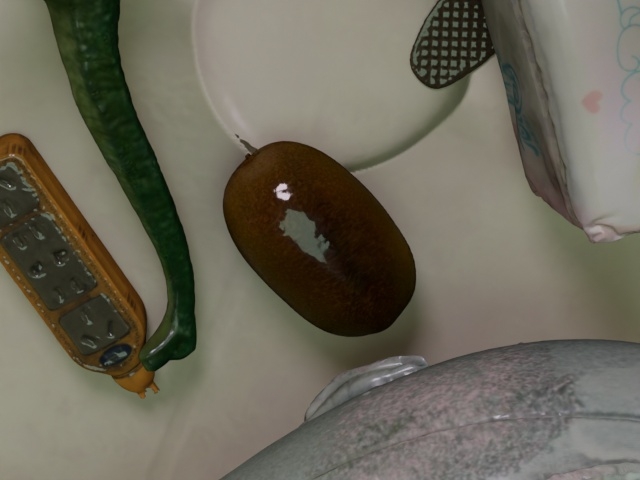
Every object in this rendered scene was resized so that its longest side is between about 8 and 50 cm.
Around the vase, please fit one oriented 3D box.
[{"bbox_3d":[0.002,0.199,1.022,0.445,0.250,0.250,-15,115,6],"label":"vase"}]

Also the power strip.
[{"bbox_3d":[-0.139,0.019,1.035,0.049,0.028,0.178,-30,114,6],"label":"power strip"}]

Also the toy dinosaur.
[{"bbox_3d":[-0.084,-0.166,0.936,0.301,0.087,0.447,24,98,-32],"label":"toy dinosaur"}]

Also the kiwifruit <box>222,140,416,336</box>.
[{"bbox_3d":[0.000,0.000,1.021,0.075,0.075,0.124,-38,109,10],"label":"kiwifruit"}]

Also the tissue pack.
[{"bbox_3d":[0.173,-0.157,0.941,0.201,0.124,0.271,-20,114,-2],"label":"tissue pack"}]

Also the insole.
[{"bbox_3d":[0.098,-0.134,1.010,0.045,0.002,0.135,40,104,-21],"label":"insole"}]
